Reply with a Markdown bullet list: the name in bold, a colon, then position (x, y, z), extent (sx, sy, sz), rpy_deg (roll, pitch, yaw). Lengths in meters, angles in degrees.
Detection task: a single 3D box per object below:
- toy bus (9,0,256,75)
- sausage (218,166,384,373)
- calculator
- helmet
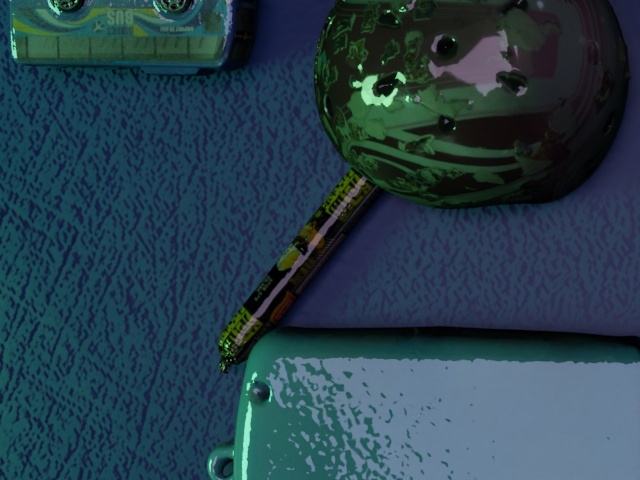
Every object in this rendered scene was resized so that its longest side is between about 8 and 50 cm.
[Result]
- **toy bus**: position (-0.115, -0.132, 0.861), extent (0.153, 0.051, 0.061), rpy_deg (4, 99, 15)
- **sausage**: position (0.000, 0.000, 0.829), extent (0.025, 0.028, 0.198), rpy_deg (37, 97, -11)
- **calculator**: position (0.074, 0.135, 0.787), extent (0.293, 0.051, 0.172), rpy_deg (0, 87, 16)
- **helmet**: position (0.085, -0.095, 0.760), extent (0.177, 0.107, 0.153), rpy_deg (0, 88, -1)
